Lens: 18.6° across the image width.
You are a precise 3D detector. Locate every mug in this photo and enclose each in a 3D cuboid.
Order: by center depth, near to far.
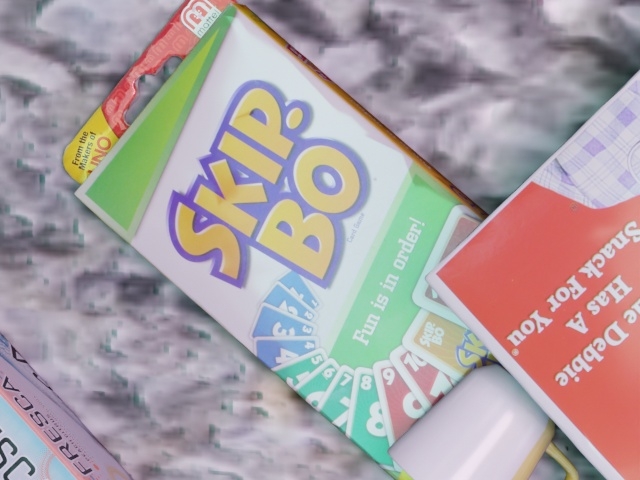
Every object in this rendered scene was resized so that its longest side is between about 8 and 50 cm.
[{"bbox_3d":[0.077,0.094,0.895,0.064,0.078,0.062,-52,52,0],"label":"mug"}]

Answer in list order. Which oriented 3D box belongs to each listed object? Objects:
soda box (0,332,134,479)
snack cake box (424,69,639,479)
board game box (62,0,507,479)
[{"bbox_3d":[-0.155,0.101,0.962,0.058,0.063,0.183,-43,85,9],"label":"soda box"},{"bbox_3d":[0.193,-0.021,0.825,0.264,0.089,0.152,-44,83,17],"label":"snack cake box"},{"bbox_3d":[0.000,0.000,0.944,0.259,0.039,0.124,41,99,9],"label":"board game box"}]
